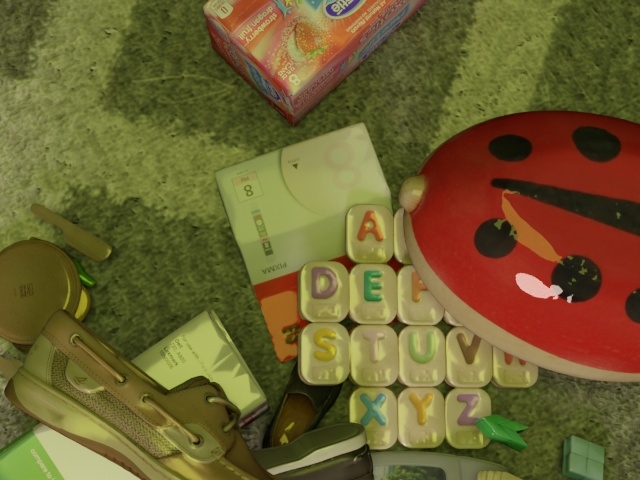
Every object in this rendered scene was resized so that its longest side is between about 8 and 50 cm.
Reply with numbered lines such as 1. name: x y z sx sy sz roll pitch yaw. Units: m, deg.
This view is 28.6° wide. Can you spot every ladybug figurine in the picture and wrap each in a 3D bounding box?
1. ladybug figurine: 0.307 -0.005 1.390 0.449 0.162 0.305 10 75 -6

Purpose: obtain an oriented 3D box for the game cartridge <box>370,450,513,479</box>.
1. game cartridge: 0.073 0.330 1.375 0.294 0.060 0.196 -4 56 0

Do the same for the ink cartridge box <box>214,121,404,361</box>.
1. ink cartridge box: 0.000 0.000 1.466 0.189 0.066 0.232 -19 76 -4

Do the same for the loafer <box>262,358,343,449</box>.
1. loafer: -0.013 0.178 1.427 0.062 0.061 0.170 22 80 3

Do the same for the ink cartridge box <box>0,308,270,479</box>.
1. ink cartridge box: -0.196 0.207 1.349 0.278 0.201 0.117 -34 82 -7

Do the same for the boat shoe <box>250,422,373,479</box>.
1. boat shoe: -0.054 0.261 1.347 0.227 0.081 0.069 -15 103 -4

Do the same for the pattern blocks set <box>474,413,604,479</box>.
1. pattern blocks set: 0.226 0.342 1.328 0.285 0.026 0.325 13 57 -21

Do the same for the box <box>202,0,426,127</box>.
1. box: 0.023 -0.298 1.477 0.154 0.142 0.300 44 82 7

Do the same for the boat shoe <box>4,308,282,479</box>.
1. boat shoe: -0.129 0.181 1.192 0.341 0.121 0.110 29 82 2

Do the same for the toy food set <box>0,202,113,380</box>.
1. toy food set: -0.332 0.063 1.464 0.132 0.038 0.192 32 86 13

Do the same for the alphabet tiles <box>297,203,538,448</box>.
1. alphabet tiles: 0.113 0.097 1.431 0.284 0.021 0.278 2 80 -13
